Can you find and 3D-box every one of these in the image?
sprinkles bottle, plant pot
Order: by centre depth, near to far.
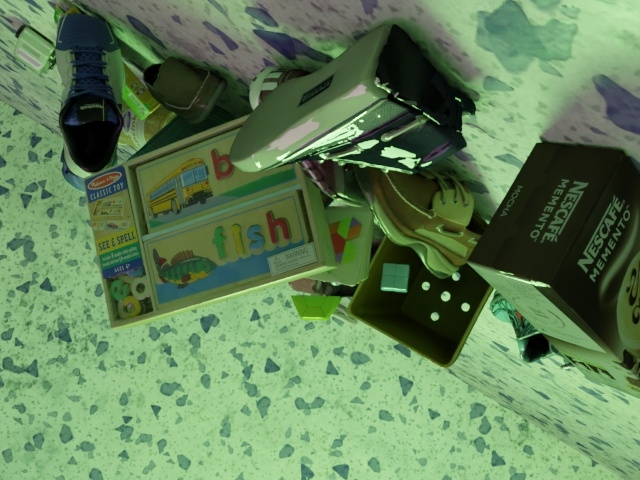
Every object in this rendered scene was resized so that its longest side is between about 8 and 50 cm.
[{"bbox_3d":[0.211,0.094,1.445,0.212,0.212,0.187,28,-177,23],"label":"plant pot"},{"bbox_3d":[-0.377,-0.256,1.743,0.355,0.121,0.121,20,164,50],"label":"sprinkles bottle"}]

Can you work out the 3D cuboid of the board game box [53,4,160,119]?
[{"bbox_3d":[-0.420,-0.350,1.536,0.259,0.039,0.124,47,166,-16],"label":"board game box"}]

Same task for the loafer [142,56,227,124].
[{"bbox_3d":[-0.248,-0.266,1.370,0.087,0.094,0.251,34,171,-34],"label":"loafer"}]

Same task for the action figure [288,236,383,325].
[{"bbox_3d":[0.024,0.081,1.778,0.248,0.275,0.370,31,158,-26],"label":"action figure"}]

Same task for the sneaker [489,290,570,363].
[{"bbox_3d":[0.370,0.151,1.393,0.104,0.125,0.262,36,169,-18],"label":"sneaker"}]

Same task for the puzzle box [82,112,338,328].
[{"bbox_3d":[-0.190,-0.034,1.271,0.409,0.272,0.052,-18,169,21],"label":"puzzle box"}]

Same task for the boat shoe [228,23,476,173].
[{"bbox_3d":[0.029,-0.125,0.953,0.158,0.127,0.341,33,154,-25],"label":"boat shoe"}]

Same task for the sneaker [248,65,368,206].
[{"bbox_3d":[0.032,-0.138,1.112,0.281,0.106,0.162,39,165,-29],"label":"sneaker"}]

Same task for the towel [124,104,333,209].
[{"bbox_3d":[-0.163,-0.114,1.396,0.370,0.271,0.040,27,147,24],"label":"towel"}]

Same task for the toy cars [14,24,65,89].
[{"bbox_3d":[-0.622,-0.408,1.853,0.394,0.087,0.176,26,168,33],"label":"toy cars"}]

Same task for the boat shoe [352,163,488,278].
[{"bbox_3d":[0.155,-0.053,1.121,0.324,0.120,0.122,34,-149,-55],"label":"boat shoe"}]

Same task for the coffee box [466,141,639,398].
[{"bbox_3d":[0.323,0.043,0.899,0.297,0.168,0.119,39,168,-35],"label":"coffee box"}]

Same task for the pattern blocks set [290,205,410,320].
[{"bbox_3d":[0.000,0.000,1.386,0.325,0.285,0.026,-6,159,12],"label":"pattern blocks set"}]

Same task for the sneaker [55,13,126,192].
[{"bbox_3d":[-0.396,-0.250,1.380,0.128,0.315,0.182,-1,176,-20],"label":"sneaker"}]

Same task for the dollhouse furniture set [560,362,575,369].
[{"bbox_3d":[0.507,0.183,1.474,0.114,0.091,0.081,-24,83,52],"label":"dollhouse furniture set"}]
